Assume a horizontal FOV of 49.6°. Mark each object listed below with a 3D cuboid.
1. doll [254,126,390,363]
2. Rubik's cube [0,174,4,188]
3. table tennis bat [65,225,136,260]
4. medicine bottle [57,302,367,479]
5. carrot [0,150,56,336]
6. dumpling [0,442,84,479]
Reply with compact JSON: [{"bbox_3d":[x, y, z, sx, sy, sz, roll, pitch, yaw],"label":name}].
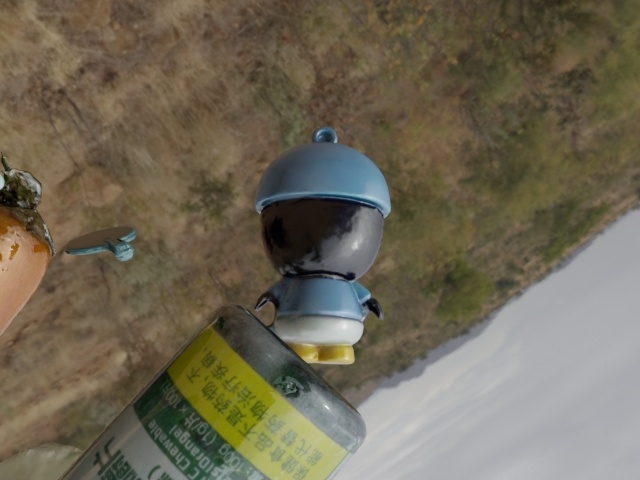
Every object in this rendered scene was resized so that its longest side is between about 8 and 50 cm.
[{"bbox_3d":[0.000,0.000,0.892,0.177,0.314,0.141,3,166,0],"label":"doll"},{"bbox_3d":[-0.638,-0.096,0.784,0.318,0.316,0.322,-18,-160,28],"label":"Rubik's cube"},{"bbox_3d":[-0.370,0.004,1.201,0.124,0.033,0.201,-21,-161,-30],"label":"table tennis bat"},{"bbox_3d":[-0.111,0.192,0.472,0.293,0.141,0.141,-48,169,-6],"label":"medicine bottle"},{"bbox_3d":[-0.537,0.034,1.089,0.331,0.193,0.214,-61,-170,-13],"label":"carrot"},{"bbox_3d":[-0.244,0.397,0.819,0.315,0.395,0.233,-42,-175,24],"label":"dumpling"}]
